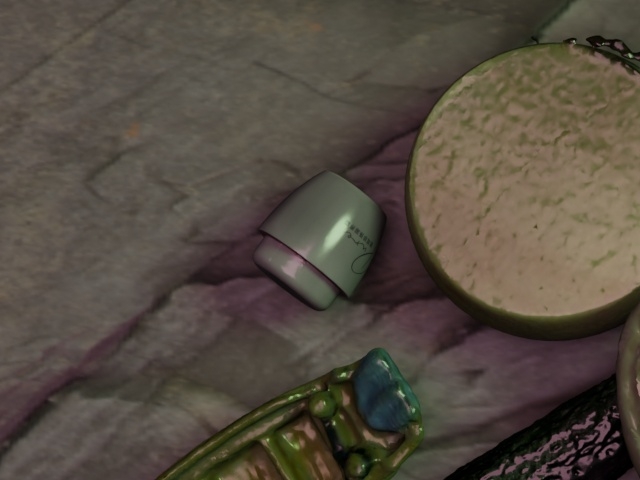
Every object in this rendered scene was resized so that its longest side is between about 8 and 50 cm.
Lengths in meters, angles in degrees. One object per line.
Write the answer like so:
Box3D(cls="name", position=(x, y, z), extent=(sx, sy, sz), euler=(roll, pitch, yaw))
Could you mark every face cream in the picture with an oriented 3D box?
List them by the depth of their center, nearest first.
Box3D(cls="face cream", position=(0.000, 0.000, 1.164), extent=(0.091, 0.091, 0.095), euler=(35, 83, 18))

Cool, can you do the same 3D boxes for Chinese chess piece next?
Box3D(cls="Chinese chess piece", position=(0.180, -0.039, 1.120), extent=(0.237, 0.092, 0.238), euler=(-3, 80, 16))

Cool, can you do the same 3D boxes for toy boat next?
Box3D(cls="toy boat", position=(-0.037, 0.188, 1.150), extent=(0.276, 0.084, 0.111), euler=(-36, 76, 11))

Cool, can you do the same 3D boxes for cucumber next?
Box3D(cls="cucumber", position=(0.189, 0.158, 1.093), extent=(0.241, 0.074, 0.074), euler=(-34, 74, 7))

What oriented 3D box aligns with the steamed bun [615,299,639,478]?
Box3D(cls="steamed bun", position=(0.395, 0.123, 0.976), extent=(0.324, 0.219, 0.310), euler=(-38, 62, 21))
